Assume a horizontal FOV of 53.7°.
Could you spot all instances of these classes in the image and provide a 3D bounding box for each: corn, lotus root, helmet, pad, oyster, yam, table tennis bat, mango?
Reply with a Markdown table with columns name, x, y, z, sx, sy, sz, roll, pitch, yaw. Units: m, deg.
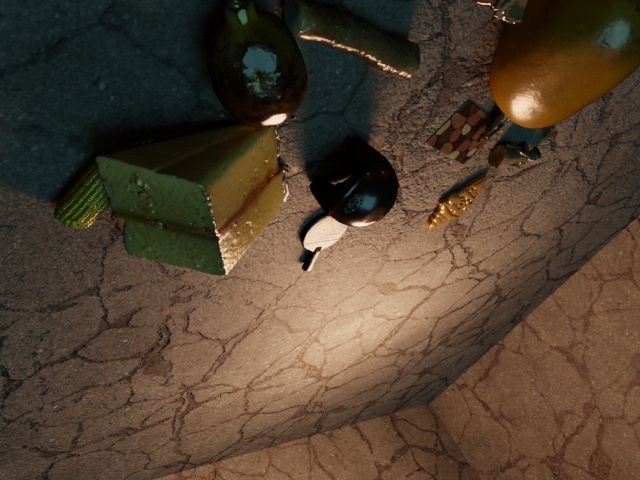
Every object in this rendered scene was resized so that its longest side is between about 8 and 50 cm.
| name | x | y | z | sx | sy | sz | roll | pitch | yaw |
| --- | --- | --- | --- | --- | --- | --- | --- | --- | --- |
| corn | -0.438 | -0.091 | 1.209 | 0.085 | 0.063 | 0.165 | 29 | 115 | -33 |
| lotus root | -0.112 | -0.301 | 1.113 | 0.170 | 0.141 | 0.314 | -27 | 150 | -2 |
| helmet | 0.090 | -0.130 | 1.529 | 0.189 | 0.193 | 0.216 | -46 | -171 | 25 |
| pad | 0.399 | -0.291 | 1.735 | 0.158 | 0.003 | 0.235 | -45 | 148 | 22 |
| oyster | 0.491 | -0.342 | 1.708 | 0.200 | 0.061 | 0.106 | -50 | 168 | 25 |
| yam | 0.069 | -0.387 | 1.222 | 0.357 | 0.081 | 0.081 | 2 | 136 | -43 |
| table tennis bat | 0.000 | 0.000 | 1.783 | 0.150 | 0.027 | 0.236 | -8 | 140 | -35 |
| mango | 0.555 | -0.424 | 1.430 | 0.300 | 0.232 | 0.445 | 8 | 151 | -10 |

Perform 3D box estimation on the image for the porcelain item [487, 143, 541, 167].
| name | x | y | z | sx | sy | sz | roll | pitch | yaw |
| --- | --- | --- | --- | --- | --- | --- | --- | --- | --- |
| porcelain item | 0.601 | -0.256 | 1.922 | 0.213 | 0.054 | 0.084 | -7 | 143 | -38 |

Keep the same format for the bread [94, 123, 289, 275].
| name | x | y | z | sx | sy | sz | roll | pitch | yaw |
| --- | --- | --- | --- | --- | --- | --- | --- | --- | --- |
| bread | -0.237 | -0.120 | 1.334 | 0.345 | 0.242 | 0.404 | 101 | 12 | -45 |

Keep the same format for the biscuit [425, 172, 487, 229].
| name | x | y | z | sx | sy | sz | roll | pitch | yaw |
| --- | --- | --- | --- | --- | --- | --- | --- | --- | --- |
| biscuit | 0.433 | -0.118 | 1.999 | 0.250 | 0.035 | 0.162 | -47 | 151 | 22 |

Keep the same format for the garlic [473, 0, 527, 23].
| name | x | y | z | sx | sy | sz | roll | pitch | yaw |
| --- | --- | --- | --- | --- | --- | --- | --- | --- | --- |
| garlic | 0.346 | -0.526 | 1.146 | 0.160 | 0.191 | 0.214 | -14 | 167 | -28 |
